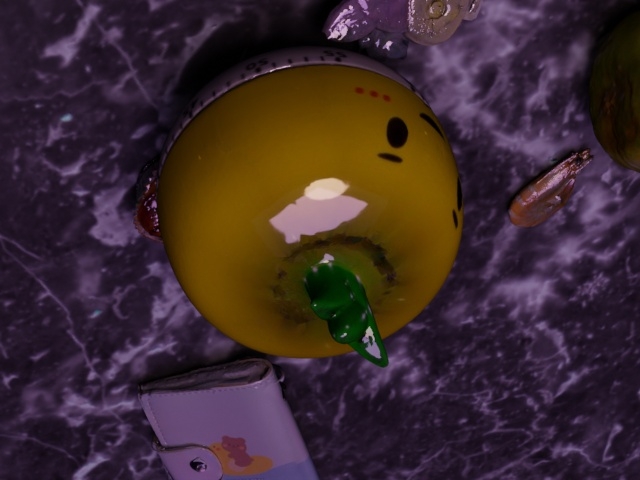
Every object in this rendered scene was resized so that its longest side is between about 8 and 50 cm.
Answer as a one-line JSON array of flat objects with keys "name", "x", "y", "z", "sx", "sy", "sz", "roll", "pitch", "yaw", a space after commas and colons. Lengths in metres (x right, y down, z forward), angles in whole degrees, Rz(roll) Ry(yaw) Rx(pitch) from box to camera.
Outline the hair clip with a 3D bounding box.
[{"name": "hair clip", "x": 0.079, "y": -0.224, "z": 1.287, "sx": 0.146, "sy": 0.056, "sz": 0.187, "roll": 5, "pitch": 124, "yaw": -28}]

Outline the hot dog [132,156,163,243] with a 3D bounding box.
[{"name": "hot dog", "x": -0.089, "y": -0.019, "z": 1.407, "sx": 0.191, "sy": 0.059, "sz": 0.108, "roll": 24, "pitch": 114, "yaw": -29}]

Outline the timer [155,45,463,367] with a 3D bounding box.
[{"name": "timer", "x": 0.000, "y": 0.000, "z": 1.234, "sx": 0.285, "sy": 0.285, "sz": 0.285, "roll": -8, "pitch": 130, "yaw": -10}]

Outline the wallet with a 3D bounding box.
[{"name": "wallet", "x": -0.092, "y": 0.216, "z": 1.591, "sx": 0.170, "sy": 0.069, "sz": 0.231, "roll": -8, "pitch": 129, "yaw": 14}]

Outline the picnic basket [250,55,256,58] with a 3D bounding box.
[{"name": "picnic basket", "x": -0.008, "y": -0.098, "z": 1.364, "sx": 0.193, "sy": 0.055, "sz": 0.110, "roll": 17, "pitch": 123, "yaw": -28}]

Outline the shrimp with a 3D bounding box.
[{"name": "shrimp", "x": 0.235, "y": -0.050, "z": 1.496, "sx": 0.108, "sy": 0.023, "sz": 0.059, "roll": -39, "pitch": 138, "yaw": 16}]

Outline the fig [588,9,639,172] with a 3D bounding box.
[{"name": "fig", "x": 0.347, "y": -0.157, "z": 1.357, "sx": 0.233, "sy": 0.167, "sz": 0.167, "roll": -41, "pitch": 132, "yaw": -11}]
